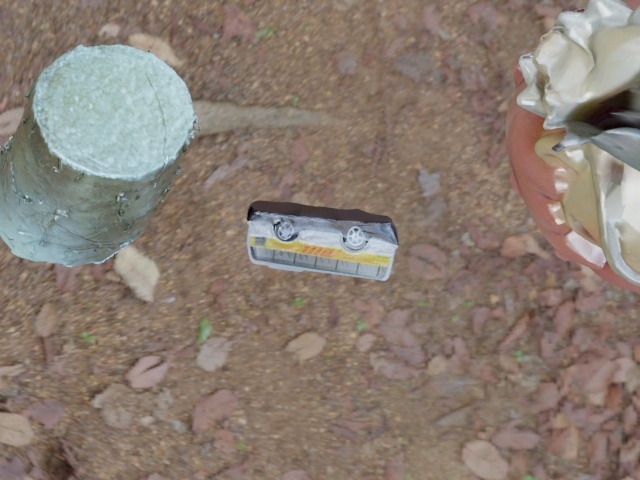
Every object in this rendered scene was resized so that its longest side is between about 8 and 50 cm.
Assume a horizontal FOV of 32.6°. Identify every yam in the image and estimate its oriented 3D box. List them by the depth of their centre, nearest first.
[{"bbox_3d":[-0.307,-0.109,1.450,0.240,0.348,0.241,7,70,-21],"label":"yam"}]

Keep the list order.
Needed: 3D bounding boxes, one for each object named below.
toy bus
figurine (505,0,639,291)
[{"bbox_3d":[0.000,0.000,1.236,0.171,0.057,0.072,7,115,-4],"label":"toy bus"},{"bbox_3d":[0.166,-0.034,0.475,0.206,0.387,0.166,0,89,-8],"label":"figurine"}]
